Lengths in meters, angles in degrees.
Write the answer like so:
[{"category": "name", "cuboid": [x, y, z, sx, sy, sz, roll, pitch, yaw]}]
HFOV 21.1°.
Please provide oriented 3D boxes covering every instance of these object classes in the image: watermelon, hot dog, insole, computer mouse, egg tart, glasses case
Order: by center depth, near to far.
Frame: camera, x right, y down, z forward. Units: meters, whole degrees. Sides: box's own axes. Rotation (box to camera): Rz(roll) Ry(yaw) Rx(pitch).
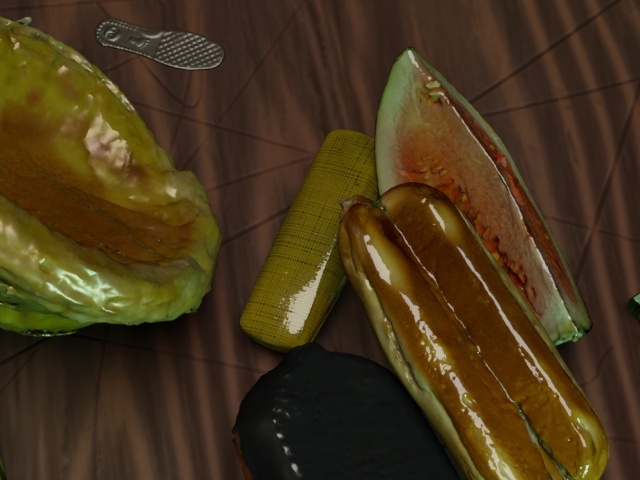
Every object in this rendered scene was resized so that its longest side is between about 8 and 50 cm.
[{"category": "computer mouse", "cuboid": [0.041, 0.242, 1.483, 0.183, 0.116, 0.323, -10, 62, -34]}, {"category": "hot dog", "cuboid": [0.123, 0.088, 1.510, 0.135, 0.100, 0.337, -29, 72, -13]}, {"category": "egg tart", "cuboid": [-0.265, -0.045, 1.529, 0.388, 0.388, 0.169, 47, 115, 16]}, {"category": "watermelon", "cuboid": [0.131, -0.018, 1.601, 0.128, 0.159, 0.303, -31, 81, 12]}, {"category": "glasses case", "cuboid": [0.000, 0.000, 1.623, 0.079, 0.064, 0.234, 20, 68, 11]}, {"category": "insole", "cuboid": [-0.163, -0.199, 1.737, 0.135, 0.002, 0.045, 15, 67, 5]}]

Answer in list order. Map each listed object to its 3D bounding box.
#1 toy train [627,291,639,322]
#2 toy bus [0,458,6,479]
[{"category": "toy train", "cuboid": [0.336, 0.059, 1.622, 0.093, 0.038, 0.056, -32, 69, -14]}, {"category": "toy bus", "cuboid": [-0.363, 0.150, 1.508, 0.152, 0.144, 0.330, -16, 70, -8]}]
